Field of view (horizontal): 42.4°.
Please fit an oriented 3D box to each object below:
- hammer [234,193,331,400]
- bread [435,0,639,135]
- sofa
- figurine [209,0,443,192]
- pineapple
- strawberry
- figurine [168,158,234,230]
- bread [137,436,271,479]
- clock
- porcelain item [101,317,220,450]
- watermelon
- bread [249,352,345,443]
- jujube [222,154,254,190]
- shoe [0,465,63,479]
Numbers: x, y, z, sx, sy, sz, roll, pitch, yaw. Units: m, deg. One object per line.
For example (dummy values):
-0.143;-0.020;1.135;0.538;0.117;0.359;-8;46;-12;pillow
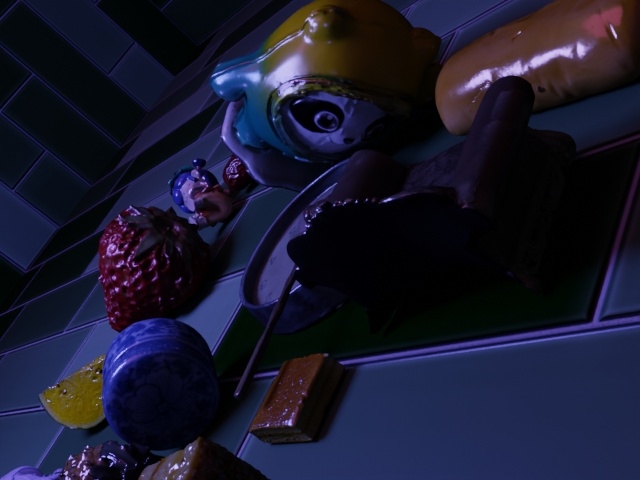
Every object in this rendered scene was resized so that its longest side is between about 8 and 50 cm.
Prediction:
-0.039;0.061;0.972;0.058;0.029;0.292;-27;31;48;hammer
0.251;-0.211;0.948;0.305;0.091;0.142;-14;34;54;bread
0.100;-0.047;0.822;0.258;0.182;0.200;-22;33;49;sofa
0.008;-0.221;1.191;0.340;0.324;0.231;-35;53;54;figurine
-0.231;0.294;0.970;0.237;0.119;0.111;-25;31;54;pineapple
-0.306;0.067;1.454;0.205;0.205;0.244;-86;21;-58;strawberry
-0.233;-0.081;1.623;0.102;0.111;0.195;-14;29;-24;figurine
-0.070;0.284;0.581;0.110;0.184;0.234;-41;21;26;bread
0.000;0.000;1.107;0.280;0.055;0.280;-40;22;20;clock
-0.205;0.185;1.057;0.147;0.147;0.114;-46;23;5;porcelain item
-0.371;0.259;1.334;0.181;0.092;0.075;-29;41;23;watermelon
-0.026;0.171;0.890;0.090;0.035;0.094;-20;35;51;bread
-0.134;-0.148;1.589;0.129;0.077;0.077;-45;22;13;jujube
-0.404;0.378;1.193;0.137;0.095;0.245;-45;25;-3;shoe
